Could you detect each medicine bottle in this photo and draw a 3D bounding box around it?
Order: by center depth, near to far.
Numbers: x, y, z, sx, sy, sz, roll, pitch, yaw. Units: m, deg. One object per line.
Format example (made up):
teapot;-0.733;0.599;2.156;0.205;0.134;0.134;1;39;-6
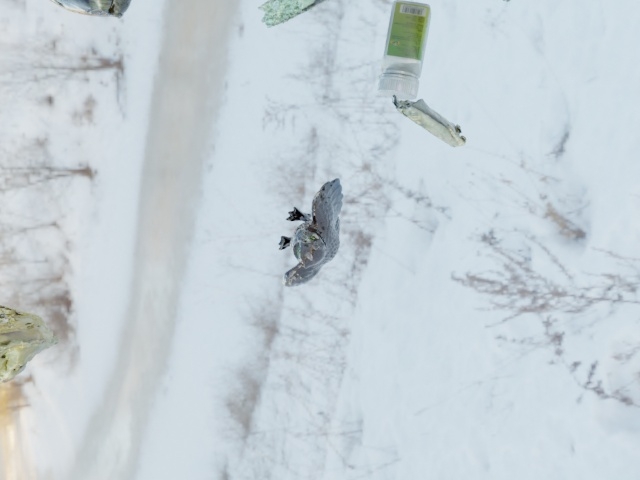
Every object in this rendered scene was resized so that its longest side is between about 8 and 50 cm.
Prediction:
medicine bottle;0.181;-0.406;1.725;0.132;0.088;0.189;-3;-77;-84

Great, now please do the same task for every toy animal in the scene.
toy animal;0.000;0.002;1.409;0.219;0.116;0.179;-65;18;15

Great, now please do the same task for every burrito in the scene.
burrito;0.191;-0.207;1.383;0.042;0.171;0.051;-49;40;17

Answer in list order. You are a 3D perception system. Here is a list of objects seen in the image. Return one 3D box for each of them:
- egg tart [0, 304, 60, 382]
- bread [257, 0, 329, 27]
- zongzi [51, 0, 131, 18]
egg tart;-0.516;0.155;1.118;0.297;0.297;0.132;-170;81;-65
bread;-0.057;-0.534;1.795;0.232;0.172;0.064;-72;-40;-73
zongzi;-0.546;-0.545;1.558;0.289;0.317;0.154;38;114;50
